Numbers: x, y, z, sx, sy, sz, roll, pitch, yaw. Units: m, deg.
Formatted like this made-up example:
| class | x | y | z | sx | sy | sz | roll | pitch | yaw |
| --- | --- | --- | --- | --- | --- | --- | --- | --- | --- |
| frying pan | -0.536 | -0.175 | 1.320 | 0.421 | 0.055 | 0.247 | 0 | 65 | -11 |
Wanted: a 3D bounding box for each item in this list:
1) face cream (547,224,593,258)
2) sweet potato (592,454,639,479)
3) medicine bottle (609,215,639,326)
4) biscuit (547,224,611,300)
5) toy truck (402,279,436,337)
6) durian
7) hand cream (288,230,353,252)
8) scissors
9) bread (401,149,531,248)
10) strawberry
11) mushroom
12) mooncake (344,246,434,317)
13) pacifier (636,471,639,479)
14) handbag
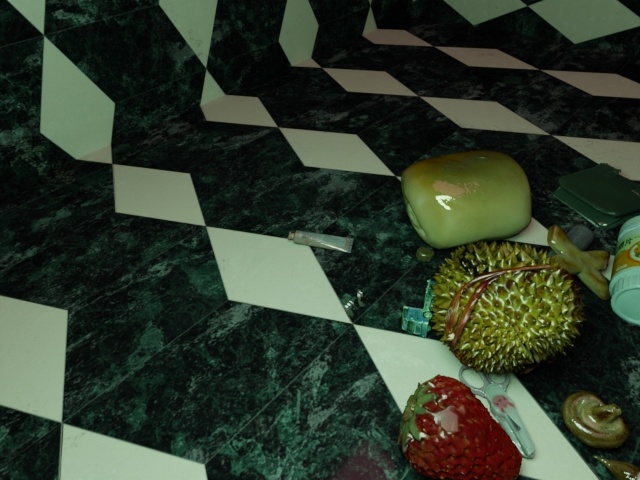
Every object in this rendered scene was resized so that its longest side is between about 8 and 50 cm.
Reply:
| class | x | y | z | sx | sy | sz | roll | pitch | yaw |
| --- | --- | --- | --- | --- | --- | --- | --- | --- | --- |
| face cream | 0.713 | 0.050 | 1.351 | 0.284 | 0.073 | 0.073 | -34 | 50 | -30 |
| sweet potato | 0.605 | 0.466 | 0.907 | 0.117 | 0.049 | 0.049 | 26 | 49 | 38 |
| medicine bottle | 0.889 | 0.077 | 1.244 | 0.158 | 0.158 | 0.318 | 19 | 46 | 24 |
| biscuit | 0.723 | 0.064 | 1.278 | 0.208 | 0.047 | 0.164 | 24 | 59 | -11 |
| toy truck | 0.274 | 0.176 | 1.246 | 0.081 | 0.067 | 0.175 | 11 | 43 | 18 |
| durian | 0.434 | 0.152 | 1.083 | 0.348 | 0.347 | 0.384 | -7 | -1 | -4 |
| hand cream | 0.000 | 0.000 | 1.492 | 0.210 | 0.043 | 0.067 | 10 | 45 | 7 |
| scissors | 0.412 | 0.374 | 1.036 | 0.118 | 0.030 | 0.242 | -11 | 38 | -8 |
| bread | 0.457 | -0.145 | 1.462 | 0.377 | 0.252 | 0.347 | -9 | 45 | -4 |
| strawberry | 0.287 | 0.404 | 0.928 | 0.245 | 0.205 | 0.205 | 30 | 48 | 4 |
| mushroom | 0.586 | 0.383 | 0.975 | 0.109 | 0.085 | 0.126 | -41 | 46 | 11 |
| mooncake | 0.209 | 0.108 | 1.336 | 0.347 | 0.057 | 0.150 | -20 | 31 | -14 |
| pacifier | 0.528 | 0.540 | 0.698 | 0.273 | 0.220 | 0.331 | -5 | 64 | -1 |
| handbag | 0.981 | -0.158 | 1.566 | 0.260 | 0.079 | 0.247 | -18 | 43 | -17 |
